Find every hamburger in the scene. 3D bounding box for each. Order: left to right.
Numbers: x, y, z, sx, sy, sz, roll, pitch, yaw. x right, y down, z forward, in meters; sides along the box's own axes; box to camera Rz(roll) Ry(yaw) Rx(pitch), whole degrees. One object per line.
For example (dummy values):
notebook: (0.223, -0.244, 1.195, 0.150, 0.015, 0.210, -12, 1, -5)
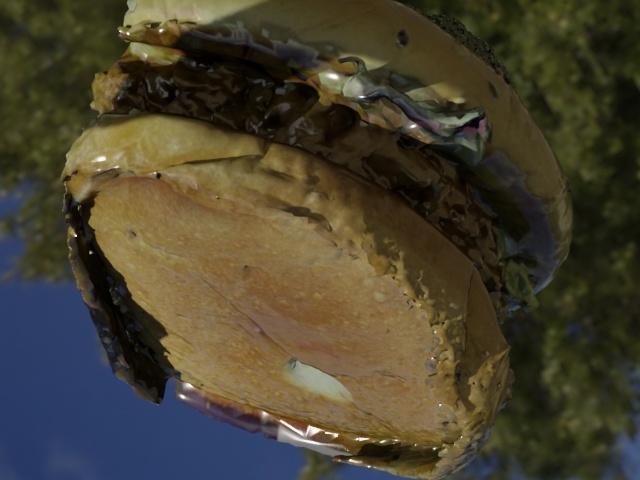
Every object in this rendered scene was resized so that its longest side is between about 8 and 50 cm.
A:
hamburger: (0.000, 0.000, 1.149, 0.318, 0.276, 0.195, 85, -158, -55)

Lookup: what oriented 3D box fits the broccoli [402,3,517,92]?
broccoli: (0.071, -0.078, 1.362, 0.146, 0.138, 0.162, 43, 146, 51)
